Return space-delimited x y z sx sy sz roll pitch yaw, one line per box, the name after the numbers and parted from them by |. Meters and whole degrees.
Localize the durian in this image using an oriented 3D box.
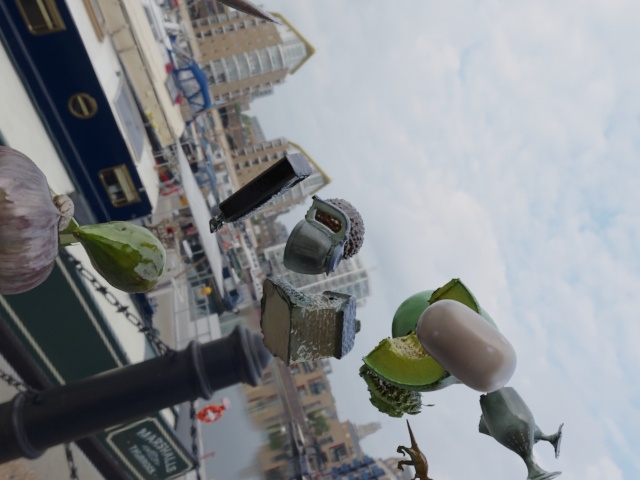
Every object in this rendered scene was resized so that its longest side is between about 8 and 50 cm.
0.215 0.443 1.408 0.375 0.132 0.106 40 45 -40 | durian

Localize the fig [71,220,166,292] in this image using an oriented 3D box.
-0.465 0.021 1.179 0.167 0.167 0.233 -117 -170 -52 | fig

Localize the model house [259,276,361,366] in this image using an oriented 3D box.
-0.026 0.252 1.593 0.298 0.285 0.243 -156 -110 -64 | model house

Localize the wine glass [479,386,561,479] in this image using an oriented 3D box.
0.512 0.509 1.294 0.126 0.127 0.241 84 -12 -55 | wine glass

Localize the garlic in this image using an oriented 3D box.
-0.498 -0.039 0.823 0.245 0.161 0.244 28 -53 46 | garlic

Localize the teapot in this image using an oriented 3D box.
0.000 0.007 1.009 0.149 0.108 0.111 -62 161 -22 | teapot

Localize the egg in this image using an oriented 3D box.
0.307 0.235 1.214 0.220 0.270 0.220 21 90 -78 | egg

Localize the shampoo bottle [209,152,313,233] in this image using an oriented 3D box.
-0.165 -0.112 1.242 0.071 0.310 0.098 60 27 0 | shampoo bottle

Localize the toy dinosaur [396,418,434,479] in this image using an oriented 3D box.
0.273 0.593 1.366 0.039 0.127 0.161 26 77 -55 | toy dinosaur

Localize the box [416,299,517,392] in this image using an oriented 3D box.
0.207 0.151 0.713 0.146 0.088 0.200 41 0 19 | box

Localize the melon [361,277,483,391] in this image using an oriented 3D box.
0.242 0.228 1.003 0.129 0.265 0.169 52 -3 -35 | melon

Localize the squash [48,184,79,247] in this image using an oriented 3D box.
-0.800 -0.008 1.272 0.210 0.309 0.234 57 -21 -8 | squash

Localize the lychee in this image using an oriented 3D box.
0.042 -0.050 1.583 0.238 0.200 0.200 62 -10 12 | lychee

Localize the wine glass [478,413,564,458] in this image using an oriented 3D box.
0.578 0.549 1.439 0.103 0.222 0.103 -15 108 -57 | wine glass

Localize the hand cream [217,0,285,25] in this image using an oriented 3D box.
-0.191 -0.610 1.297 0.043 0.210 0.067 -64 175 20 | hand cream
